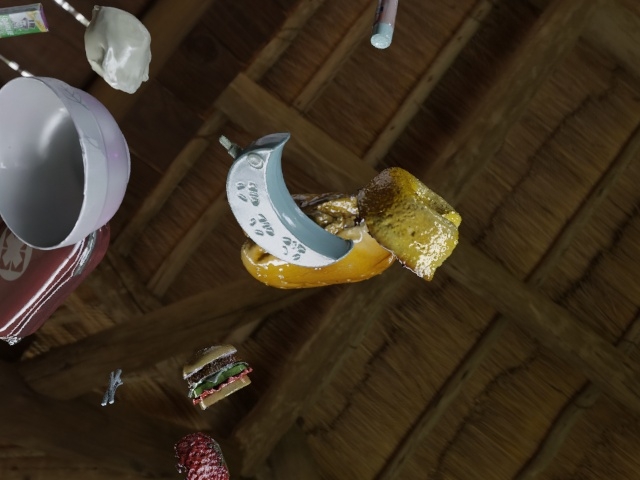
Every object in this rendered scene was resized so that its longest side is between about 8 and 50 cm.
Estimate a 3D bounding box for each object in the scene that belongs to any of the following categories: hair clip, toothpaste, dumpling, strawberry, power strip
[{"bbox_3d":[-0.509,0.368,1.637,0.030,0.039,0.115,-22,-157,7],"label":"hair clip"},{"bbox_3d":[0.116,-0.416,1.133,0.056,0.036,0.205,133,-28,-59],"label":"toothpaste"},{"bbox_3d":[-0.438,-0.421,1.462,0.132,0.162,0.250,-33,-127,30],"label":"dumpling"},{"bbox_3d":[-0.230,0.444,1.310,0.086,0.145,0.145,-20,-134,-12],"label":"strawberry"},{"bbox_3d":[-0.067,-0.063,1.029,0.168,0.253,0.054,-16,-152,38],"label":"power strip"}]

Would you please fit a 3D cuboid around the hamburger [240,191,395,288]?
[{"bbox_3d":[0.000,0.000,1.250,0.290,0.314,0.170,-11,-100,21],"label":"hamburger"}]

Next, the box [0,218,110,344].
[{"bbox_3d":[-0.618,0.032,1.447,0.404,0.108,0.263,-44,-120,20],"label":"box"}]

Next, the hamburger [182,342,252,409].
[{"bbox_3d":[-0.265,0.332,1.667,0.175,0.175,0.137,-33,-101,17],"label":"hamburger"}]

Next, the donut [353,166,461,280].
[{"bbox_3d":[0.115,-0.035,0.854,0.146,0.181,0.078,42,-66,3],"label":"donut"}]

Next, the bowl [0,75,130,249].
[{"bbox_3d":[-0.433,-0.135,1.141,0.287,0.144,0.286,9,-75,35],"label":"bowl"}]

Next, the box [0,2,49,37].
[{"bbox_3d":[-0.638,-0.417,1.285,0.207,0.050,0.041,-11,-133,-9],"label":"box"}]
